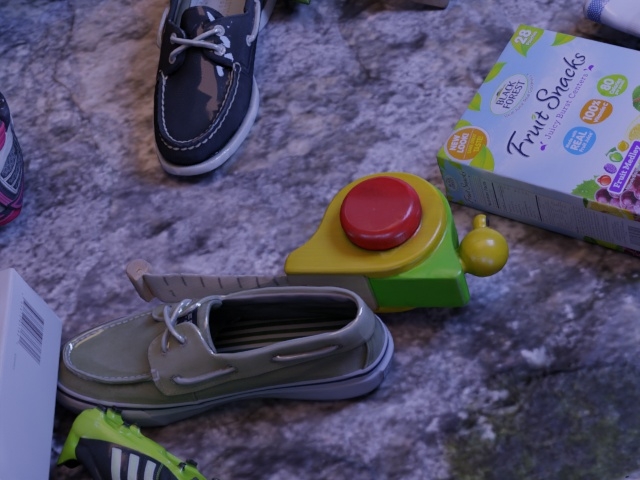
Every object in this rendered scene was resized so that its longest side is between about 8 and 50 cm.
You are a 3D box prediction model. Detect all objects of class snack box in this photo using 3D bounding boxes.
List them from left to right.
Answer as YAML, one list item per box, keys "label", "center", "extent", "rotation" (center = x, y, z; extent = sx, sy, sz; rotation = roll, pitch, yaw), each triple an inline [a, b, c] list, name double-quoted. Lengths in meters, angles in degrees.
- label: "snack box"
  center: [0.234, -0.091, 1.443]
  extent: [0.207, 0.070, 0.174]
  rotation: [16, 58, 28]

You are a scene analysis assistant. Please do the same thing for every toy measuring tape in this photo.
- label: "toy measuring tape"
  center: [0.000, 0.000, 1.409]
  extent: [0.330, 0.121, 0.121]
  rotation: [-1, 52, 17]

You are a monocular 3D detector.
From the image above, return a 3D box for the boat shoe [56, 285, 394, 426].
- label: "boat shoe"
  center: [-0.091, 0.083, 1.374]
  extent: [0.302, 0.094, 0.109]
  rotation: [-8, 50, 11]

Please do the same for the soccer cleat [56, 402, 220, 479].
- label: "soccer cleat"
  center: [-0.137, 0.202, 1.324]
  extent: [0.179, 0.060, 0.072]
  rotation: [32, 93, 27]

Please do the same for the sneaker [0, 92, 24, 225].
- label: "sneaker"
  center: [-0.365, -0.119, 1.614]
  extent: [0.121, 0.112, 0.299]
  rotation: [-19, 36, -8]

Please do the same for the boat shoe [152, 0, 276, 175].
- label: "boat shoe"
  center: [-0.113, -0.200, 1.612]
  extent: [0.114, 0.091, 0.302]
  rotation: [-4, 51, 13]

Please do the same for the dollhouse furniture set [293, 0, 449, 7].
- label: "dollhouse furniture set"
  center: [0.073, -0.374, 1.710]
  extent: [0.197, 0.151, 0.301]
  rotation: [11, 39, -1]

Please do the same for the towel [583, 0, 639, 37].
- label: "towel"
  center: [0.409, -0.231, 1.506]
  extent: [0.285, 0.034, 0.209]
  rotation: [26, 57, 37]

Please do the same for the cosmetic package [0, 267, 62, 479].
- label: "cosmetic package"
  center: [-0.361, 0.227, 1.303]
  extent: [0.284, 0.097, 0.377]
  rotation: [-15, 49, 16]
